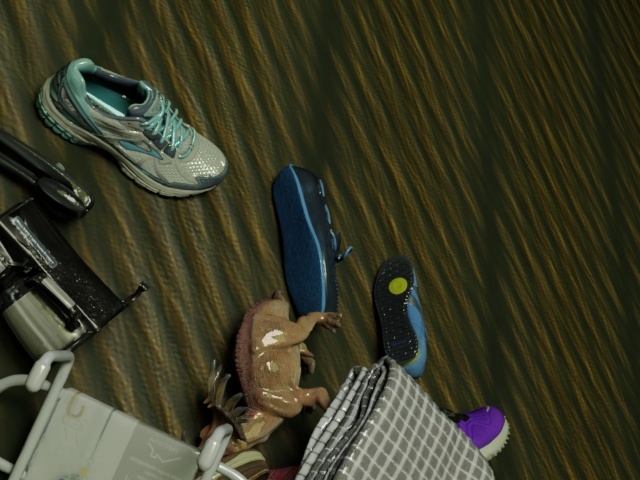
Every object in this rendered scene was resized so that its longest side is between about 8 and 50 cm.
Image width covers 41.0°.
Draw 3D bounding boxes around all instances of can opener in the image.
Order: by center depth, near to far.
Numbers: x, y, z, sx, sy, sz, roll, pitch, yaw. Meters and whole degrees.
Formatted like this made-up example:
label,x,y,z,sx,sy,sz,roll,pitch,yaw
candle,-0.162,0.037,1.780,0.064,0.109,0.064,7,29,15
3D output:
label,x,y,z,sx,sy,sz,roll,pitch,yaw
can opener,-0.371,-0.093,1.100,0.186,0.073,0.059,39,58,-5

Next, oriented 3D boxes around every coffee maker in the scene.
label,x,y,z,sx,sy,sz,roll,pitch,yaw
coffee maker,-0.332,0.046,1.039,0.178,0.120,0.171,53,24,-6

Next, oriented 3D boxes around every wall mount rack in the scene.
label,x,y,z,sx,sy,sz,roll,pitch,yaw
wall mount rack,-0.252,0.295,0.902,0.350,0.130,0.304,23,85,5

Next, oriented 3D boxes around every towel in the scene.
label,x,y,z,sx,sy,sz,roll,pitch,yaw
towel,0.084,0.318,1.033,0.235,0.121,0.284,48,48,-19

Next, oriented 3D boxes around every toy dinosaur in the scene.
label,x,y,z,sx,sy,sz,roll,pitch,yaw
toy dinosaur,-0.079,0.170,1.159,0.200,0.127,0.296,14,55,-24

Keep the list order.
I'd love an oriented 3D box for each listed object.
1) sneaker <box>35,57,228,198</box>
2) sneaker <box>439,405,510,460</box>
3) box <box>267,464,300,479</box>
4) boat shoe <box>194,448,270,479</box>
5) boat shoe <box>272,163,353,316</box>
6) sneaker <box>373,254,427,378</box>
label,x,y,z,sx,sy,sz,roll,pitch,yaw
sneaker,-0.243,-0.153,1.180,0.283,0.122,0.110,25,56,-26
sneaker,0.171,0.291,1.300,0.293,0.102,0.146,-23,83,-42
box,-0.065,0.405,1.043,0.123,0.128,0.257,55,47,-12
boat shoe,-0.153,0.351,1.011,0.257,0.095,0.095,-30,62,-29
boat shoe,0.000,0.000,1.307,0.089,0.109,0.258,7,67,-39
sneaker,0.134,0.125,1.387,0.082,0.069,0.209,53,28,-51
